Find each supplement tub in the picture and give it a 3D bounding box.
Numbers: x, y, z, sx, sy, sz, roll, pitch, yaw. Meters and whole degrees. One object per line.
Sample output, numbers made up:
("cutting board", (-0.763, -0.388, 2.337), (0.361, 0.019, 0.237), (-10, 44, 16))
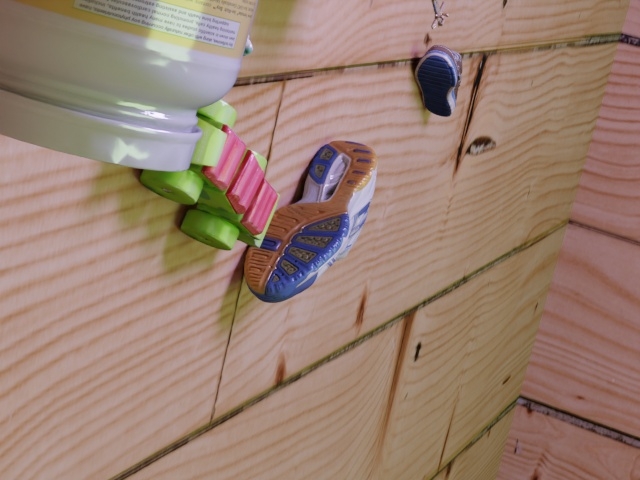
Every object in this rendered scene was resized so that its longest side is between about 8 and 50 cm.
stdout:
("supplement tub", (-0.156, -0.239, 1.074), (0.241, 0.241, 0.331), (-4, 112, -68))

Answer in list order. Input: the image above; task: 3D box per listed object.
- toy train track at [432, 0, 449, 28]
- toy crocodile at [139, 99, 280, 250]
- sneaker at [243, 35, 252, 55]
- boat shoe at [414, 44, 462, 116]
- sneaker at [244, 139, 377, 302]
("toy train track", (0.184, -0.354, 2.161), (0.048, 0.014, 0.083), (-65, 158, -16))
("toy crocodile", (-0.107, -0.067, 1.540), (0.115, 0.105, 0.340), (-66, 159, -14))
("sneaker", (-0.108, -0.262, 1.456), (0.166, 0.065, 0.076), (71, 26, -64))
("boat shoe", (0.187, -0.263, 2.190), (0.183, 0.066, 0.066), (82, 27, -69))
("sneaker", (0.000, 0.000, 1.863), (0.296, 0.112, 0.131), (-52, 153, -39))
